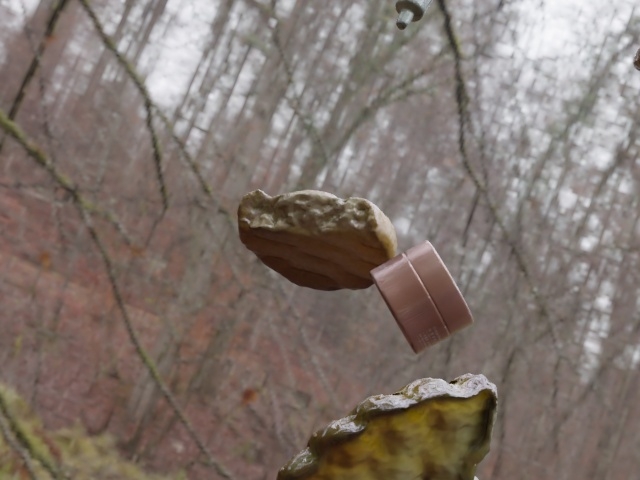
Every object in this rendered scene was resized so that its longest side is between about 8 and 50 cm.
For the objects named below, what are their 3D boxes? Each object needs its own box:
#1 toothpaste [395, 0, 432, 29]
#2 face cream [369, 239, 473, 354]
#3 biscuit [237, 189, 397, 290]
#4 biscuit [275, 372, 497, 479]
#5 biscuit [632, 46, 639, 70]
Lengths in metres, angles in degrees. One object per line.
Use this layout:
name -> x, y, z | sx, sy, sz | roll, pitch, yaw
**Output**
toothpaste -> 0.148, -0.355, 1.406 | 0.060, 0.233, 0.038 | 17, -28, 22
face cream -> 0.155, 0.087, 1.698 | 0.149, 0.104, 0.149 | 61, 1, -2
biscuit -> 0.000, -0.001, 1.861 | 0.274, 0.091, 0.213 | 6, -34, 17
biscuit -> 0.095, 0.293, 1.267 | 0.329, 0.335, 0.078 | 39, 5, -35
biscuit -> 0.758, -0.292, 2.022 | 0.367, 0.063, 0.314 | 14, 5, 12
